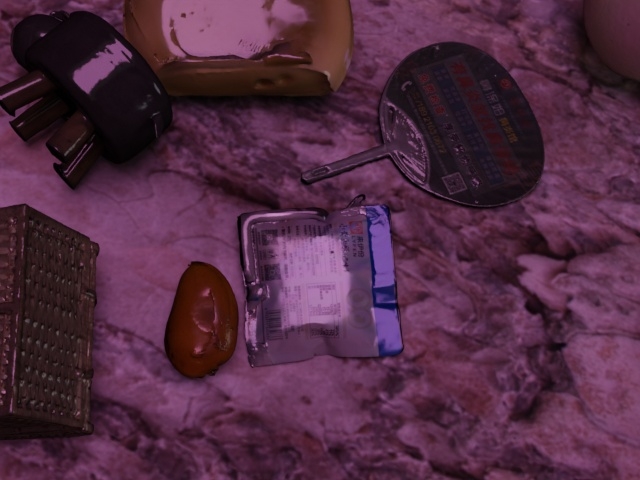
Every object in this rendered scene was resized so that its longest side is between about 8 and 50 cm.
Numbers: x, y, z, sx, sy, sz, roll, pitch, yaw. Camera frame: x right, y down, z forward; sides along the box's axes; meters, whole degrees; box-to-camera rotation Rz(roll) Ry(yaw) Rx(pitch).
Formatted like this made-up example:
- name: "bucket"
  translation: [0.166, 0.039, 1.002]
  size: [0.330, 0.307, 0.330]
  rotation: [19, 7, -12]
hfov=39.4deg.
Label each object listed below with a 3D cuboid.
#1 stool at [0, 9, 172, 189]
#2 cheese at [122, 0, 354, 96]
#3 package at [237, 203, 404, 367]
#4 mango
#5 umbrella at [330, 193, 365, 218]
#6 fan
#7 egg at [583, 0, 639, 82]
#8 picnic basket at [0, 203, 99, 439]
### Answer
- name: "stool"
  translation: [-0.264, -0.154, 0.964]
  size: [0.139, 0.153, 0.228]
  rotation: [-44, 39, -17]
- name: "cheese"
  translation: [-0.098, -0.311, 1.032]
  size: [0.259, 0.128, 0.316]
  rotation: [-1, 75, -16]
- name: "package"
  translation: [0.000, 0.047, 0.974]
  size: [0.173, 0.027, 0.171]
  rotation: [-3, 78, -7]
- name: "mango"
  translation: [-0.123, 0.080, 0.932]
  size: [0.077, 0.063, 0.127]
  rotation: [2, 69, 1]
- name: "umbrella"
  translation: [-0.002, -0.001, 1.006]
  size: [0.149, 0.022, 0.022]
  rotation: [-44, 119, -11]
- name: "fan"
  translation: [0.150, -0.109, 1.071]
  size: [0.223, 0.012, 0.294]
  rotation: [39, 69, 5]
- name: "egg"
  translation: [0.423, -0.273, 1.095]
  size: [0.271, 0.162, 0.206]
  rotation: [-6, 32, -44]
- name: "picnic basket"
  translation: [-0.295, 0.087, 0.854]
  size: [0.134, 0.154, 0.196]
  rotation: [-9, 70, 15]
